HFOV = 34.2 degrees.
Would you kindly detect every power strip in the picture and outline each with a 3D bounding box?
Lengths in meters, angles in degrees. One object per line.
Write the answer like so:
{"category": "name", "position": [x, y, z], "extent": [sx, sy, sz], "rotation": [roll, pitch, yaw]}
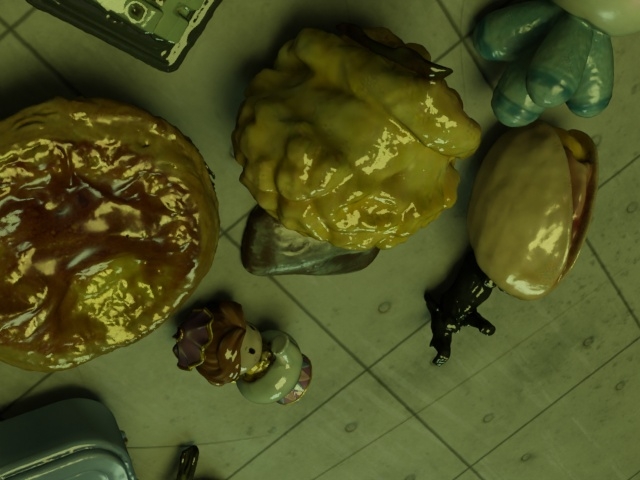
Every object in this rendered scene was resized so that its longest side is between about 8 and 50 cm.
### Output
{"category": "power strip", "position": [-0.218, -0.361, 1.355], "extent": [0.251, 0.092, 0.257], "rotation": [25, 107, -35]}

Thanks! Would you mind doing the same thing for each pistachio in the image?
{"category": "pistachio", "position": [0.372, -0.051, 1.808], "extent": [0.230, 0.230, 0.309], "rotation": [8, 103, -32]}

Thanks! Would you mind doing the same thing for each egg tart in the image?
{"category": "egg tart", "position": [-0.361, -0.022, 1.488], "extent": [0.443, 0.178, 0.443], "rotation": [-14, 128, -18]}

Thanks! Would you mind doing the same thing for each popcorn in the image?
{"category": "popcorn", "position": [0.059, -0.161, 1.479], "extent": [0.349, 0.349, 0.381], "rotation": [-1, 156, -26]}

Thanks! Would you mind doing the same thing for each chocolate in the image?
{"category": "chocolate", "position": [0.000, 0.002, 1.757], "extent": [0.254, 0.080, 0.157], "rotation": [-1, 125, -27]}

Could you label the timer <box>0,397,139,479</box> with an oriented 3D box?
{"category": "timer", "position": [-0.499, 0.460, 1.794], "extent": [0.395, 0.173, 0.395], "rotation": [-15, 132, -17]}

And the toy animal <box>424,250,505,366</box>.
{"category": "toy animal", "position": [0.277, 0.124, 1.951], "extent": [0.114, 0.146, 0.245], "rotation": [37, 101, -22]}

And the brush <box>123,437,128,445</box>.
{"category": "brush", "position": [-0.395, 0.431, 1.936], "extent": [0.043, 0.014, 0.170], "rotation": [1, 126, -30]}

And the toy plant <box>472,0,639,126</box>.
{"category": "toy plant", "position": [0.377, -0.316, 1.613], "extent": [0.247, 0.247, 0.332], "rotation": [15, 119, -35]}

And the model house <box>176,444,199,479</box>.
{"category": "model house", "position": [-0.235, 0.530, 2.034], "extent": [0.205, 0.218, 0.278], "rotation": [10, 89, 11]}

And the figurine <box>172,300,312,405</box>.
{"category": "figurine", "position": [-0.137, 0.198, 1.802], "extent": [0.189, 0.142, 0.263], "rotation": [-30, 138, 29]}
